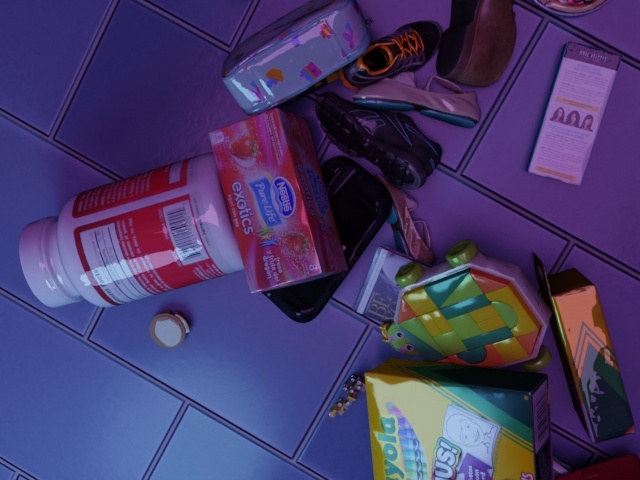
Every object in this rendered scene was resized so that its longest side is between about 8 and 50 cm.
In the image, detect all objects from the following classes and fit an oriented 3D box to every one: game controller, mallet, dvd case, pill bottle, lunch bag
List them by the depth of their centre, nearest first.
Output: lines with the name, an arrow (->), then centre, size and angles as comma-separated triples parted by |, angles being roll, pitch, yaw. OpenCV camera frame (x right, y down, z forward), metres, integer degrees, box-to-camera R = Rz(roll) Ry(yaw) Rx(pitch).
lunch bag -> -0.039, -0.347, 1.549 | 0.279, 0.224, 0.108 | -29, 113, 10
mallet -> 0.022, -0.293, 1.607 | 0.189, 0.039, 0.062 | -36, 92, -10
pill bottle -> -0.341, -0.006, 1.626 | 0.407, 0.229, 0.229 | -16, 94, 10
dvd case -> 0.187, 0.113, 1.637 | 0.221, 0.018, 0.165 | 23, 126, 5
game controller -> 0.000, 0.000, 1.640 | 0.166, 0.067, 0.319 | 39, 105, 16

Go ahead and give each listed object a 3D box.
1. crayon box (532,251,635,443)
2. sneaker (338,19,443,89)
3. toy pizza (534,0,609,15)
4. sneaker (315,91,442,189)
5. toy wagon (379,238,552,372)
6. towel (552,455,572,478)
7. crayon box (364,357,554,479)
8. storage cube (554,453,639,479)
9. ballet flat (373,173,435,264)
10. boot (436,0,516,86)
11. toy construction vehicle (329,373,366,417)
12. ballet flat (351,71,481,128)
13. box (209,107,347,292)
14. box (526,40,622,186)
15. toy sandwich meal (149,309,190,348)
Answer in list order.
crayon box -> 0.466, 0.175, 1.545 | 0.081, 0.202, 0.319 | -17, 95, 9
sneaker -> 0.138, -0.341, 1.570 | 0.215, 0.083, 0.084 | -32, 92, -13
toy pizza -> 0.453, -0.505, 1.536 | 0.201, 0.032, 0.201 | 0, 97, 0
sneaker -> 0.107, -0.199, 1.617 | 0.267, 0.101, 0.106 | 38, 61, 14
toy wagon -> 0.242, 0.151, 1.562 | 0.344, 0.068, 0.267 | -25, 108, 39
towel -> 0.309, 0.505, 1.676 | 0.248, 0.038, 0.325 | 35, 106, 2
crayon box -> 0.251, 0.409, 1.548 | 0.313, 0.106, 0.363 | 1, 102, 32
storage cube -> 0.534, 0.535, 1.550 | 0.215, 0.193, 0.184 | -18, 114, 5
ballet flat -> 0.161, -0.037, 1.641 | 0.067, 0.073, 0.206 | -24, 96, -17
boot -> 0.307, -0.429, 1.564 | 0.115, 0.112, 0.305 | 14, 95, -25
toy construction vehicle -> 0.059, 0.303, 1.679 | 0.035, 0.086, 0.098 | 37, 100, -4
ballet flat -> 0.178, -0.265, 1.570 | 0.248, 0.086, 0.086 | 9, 99, -16
box -> -0.072, -0.068, 1.550 | 0.142, 0.154, 0.300 | -17, 85, 19
box -> 0.458, -0.229, 1.568 | 0.100, 0.060, 0.244 | 17, 99, 6
toy sandwich meal -> -0.306, 0.178, 1.747 | 0.085, 0.029, 0.086 | 4, 108, 11
